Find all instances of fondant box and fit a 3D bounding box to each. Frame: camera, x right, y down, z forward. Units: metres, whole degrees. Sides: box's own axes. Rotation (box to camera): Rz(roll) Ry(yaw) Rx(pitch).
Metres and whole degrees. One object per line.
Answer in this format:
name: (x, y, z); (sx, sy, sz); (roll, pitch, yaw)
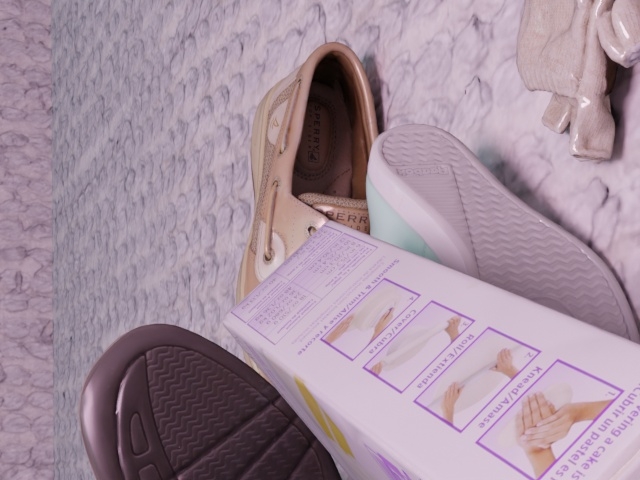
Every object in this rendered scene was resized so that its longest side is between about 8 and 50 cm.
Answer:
fondant box: (0.100, 0.130, 0.561); (0.238, 0.096, 0.330); (53, 167, -22)

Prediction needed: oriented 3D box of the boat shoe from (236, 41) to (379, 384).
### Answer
boat shoe: (0.000, 0.000, 0.931); (0.110, 0.121, 0.341); (137, 132, -60)

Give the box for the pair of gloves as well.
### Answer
pair of gloves: (0.173, -0.124, 0.602); (0.240, 0.042, 0.204); (-133, 40, -60)

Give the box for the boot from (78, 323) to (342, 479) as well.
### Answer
boot: (-0.049, 0.208, 0.839); (0.138, 0.377, 0.284); (-46, 14, -12)

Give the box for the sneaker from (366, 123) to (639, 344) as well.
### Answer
sneaker: (0.111, 0.054, 0.731); (0.151, 0.094, 0.256); (91, 154, -46)
